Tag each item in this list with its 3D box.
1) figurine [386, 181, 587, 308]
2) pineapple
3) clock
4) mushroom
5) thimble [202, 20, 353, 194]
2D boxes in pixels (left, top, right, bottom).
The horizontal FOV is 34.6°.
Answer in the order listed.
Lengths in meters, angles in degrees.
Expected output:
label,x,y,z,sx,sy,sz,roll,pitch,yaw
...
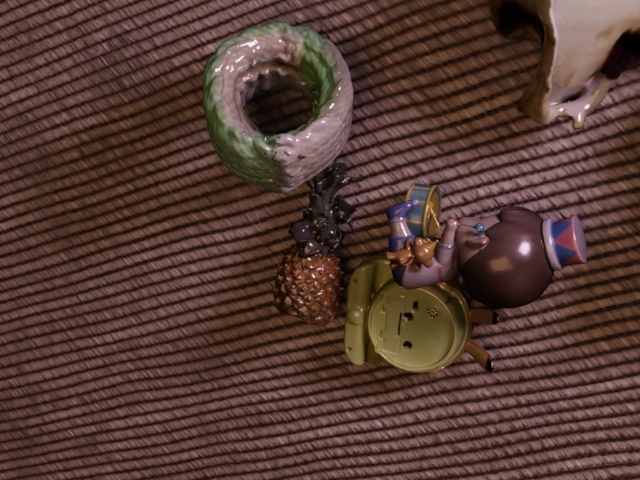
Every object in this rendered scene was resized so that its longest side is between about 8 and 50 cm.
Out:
label,x,y,z,sx,sy,sz,roll,pitch,yaw
figurine,0.228,0.009,1.425,0.275,0.161,0.158,11,70,15
pineapple,0.000,0.000,1.536,0.125,0.125,0.251,16,106,17
clock,0.152,0.122,1.530,0.232,0.069,0.170,11,110,19
mushroom,0.335,-0.303,1.267,0.217,0.212,0.292,-22,135,-9
thimble,-0.058,-0.182,1.436,0.219,0.150,0.219,0,68,0
